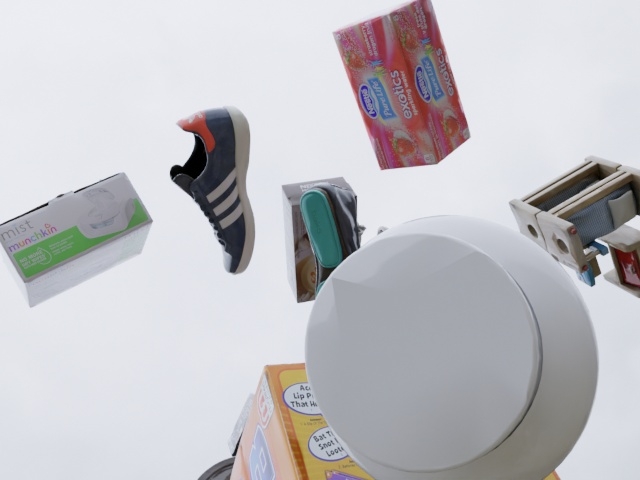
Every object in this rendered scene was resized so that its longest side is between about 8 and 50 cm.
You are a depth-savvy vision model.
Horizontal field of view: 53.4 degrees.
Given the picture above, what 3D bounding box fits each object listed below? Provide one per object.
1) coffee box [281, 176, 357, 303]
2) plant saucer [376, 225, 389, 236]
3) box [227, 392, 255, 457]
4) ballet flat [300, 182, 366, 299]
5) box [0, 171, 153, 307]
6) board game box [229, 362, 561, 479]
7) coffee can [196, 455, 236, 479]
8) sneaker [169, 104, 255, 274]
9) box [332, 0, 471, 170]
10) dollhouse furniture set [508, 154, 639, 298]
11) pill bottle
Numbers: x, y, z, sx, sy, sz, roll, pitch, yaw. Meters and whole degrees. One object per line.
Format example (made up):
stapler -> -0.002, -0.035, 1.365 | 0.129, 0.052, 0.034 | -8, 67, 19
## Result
coffee box -> 0.000, 0.000, 1.360 | 0.141, 0.098, 0.246 | -9, -56, -13
plant saucer -> 0.202, 0.095, 1.666 | 0.041, 0.278, 0.278 | -12, -48, -4
box -> -0.079, 0.480, 1.523 | 0.247, 0.163, 0.142 | 27, -100, -8
ballet flat -> 0.028, 0.034, 0.717 | 0.074, 0.074, 0.203 | -11, -87, -14
box -> -0.492, -0.001, 1.278 | 0.262, 0.127, 0.231 | -29, -4, -28
board game box -> 0.092, 0.412, 0.880 | 0.356, 0.356, 0.356 | 1, -50, -22
coffee can -> -0.139, 0.585, 1.224 | 0.201, 0.201, 0.275 | -11, -57, -15
sneaker -> -0.220, -0.089, 1.265 | 0.148, 0.131, 0.350 | -11, -68, -25
box -> 0.163, -0.305, 1.261 | 0.142, 0.154, 0.300 | -38, -64, -38
dollhouse furniture set -> 0.352, 0.013, 0.799 | 0.129, 0.129, 0.184 | -29, -67, -4
pill bottle -> 0.108, 0.088, 0.473 | 0.181, 0.181, 0.323 | -39, -24, 11
